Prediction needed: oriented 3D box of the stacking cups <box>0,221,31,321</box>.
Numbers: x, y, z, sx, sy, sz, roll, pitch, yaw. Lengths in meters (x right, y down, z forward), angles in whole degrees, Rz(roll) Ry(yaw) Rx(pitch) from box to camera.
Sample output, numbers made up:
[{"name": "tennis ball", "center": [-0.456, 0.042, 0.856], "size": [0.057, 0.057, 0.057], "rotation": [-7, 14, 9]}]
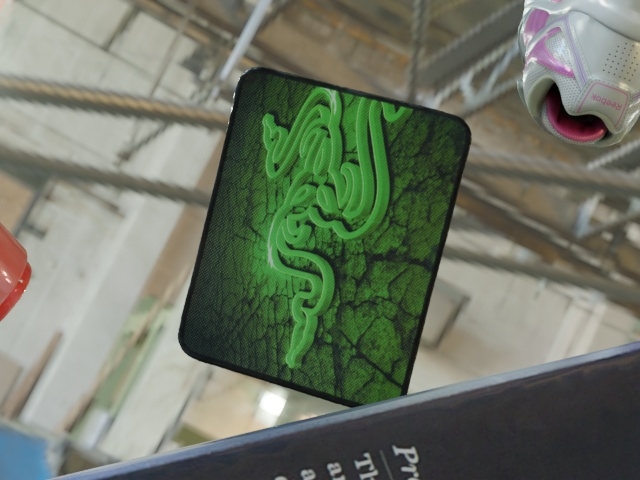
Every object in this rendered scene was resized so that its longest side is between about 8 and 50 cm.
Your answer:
[{"name": "stacking cups", "center": [-0.236, -0.078, 0.600], "size": [0.316, 0.096, 0.096], "rotation": [48, -21, -24]}]

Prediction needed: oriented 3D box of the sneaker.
[{"name": "sneaker", "center": [0.190, -0.127, 1.141], "size": [0.103, 0.111, 0.252], "rotation": [22, 0, 0]}]

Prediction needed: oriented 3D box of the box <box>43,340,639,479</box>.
[{"name": "box", "center": [-0.034, 0.174, 0.507], "size": [0.294, 0.183, 0.296], "rotation": [-8, -17, -34]}]

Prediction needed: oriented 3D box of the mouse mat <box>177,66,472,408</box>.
[{"name": "mouse mat", "center": [0.000, 0.000, 0.937], "size": [0.152, 0.190, 0.007], "rotation": [15, 5, 15]}]
